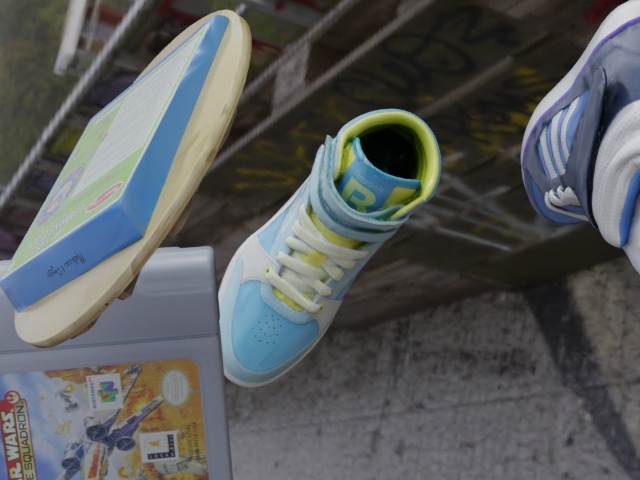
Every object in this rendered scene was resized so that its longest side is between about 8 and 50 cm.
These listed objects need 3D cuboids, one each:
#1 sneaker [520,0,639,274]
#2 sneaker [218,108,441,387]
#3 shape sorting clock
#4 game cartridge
[{"bbox_3d":[0.270,-0.043,0.979,0.322,0.130,0.236,106,173,-56],"label":"sneaker"},{"bbox_3d":[0.000,0.000,1.005,0.319,0.127,0.208,-58,3,-8],"label":"sneaker"},{"bbox_3d":[-0.101,-0.034,0.560,0.206,0.040,0.206,-41,26,25],"label":"shape sorting clock"},{"bbox_3d":[-0.169,0.157,0.821,0.062,0.198,0.297,-127,32,-74],"label":"game cartridge"}]
